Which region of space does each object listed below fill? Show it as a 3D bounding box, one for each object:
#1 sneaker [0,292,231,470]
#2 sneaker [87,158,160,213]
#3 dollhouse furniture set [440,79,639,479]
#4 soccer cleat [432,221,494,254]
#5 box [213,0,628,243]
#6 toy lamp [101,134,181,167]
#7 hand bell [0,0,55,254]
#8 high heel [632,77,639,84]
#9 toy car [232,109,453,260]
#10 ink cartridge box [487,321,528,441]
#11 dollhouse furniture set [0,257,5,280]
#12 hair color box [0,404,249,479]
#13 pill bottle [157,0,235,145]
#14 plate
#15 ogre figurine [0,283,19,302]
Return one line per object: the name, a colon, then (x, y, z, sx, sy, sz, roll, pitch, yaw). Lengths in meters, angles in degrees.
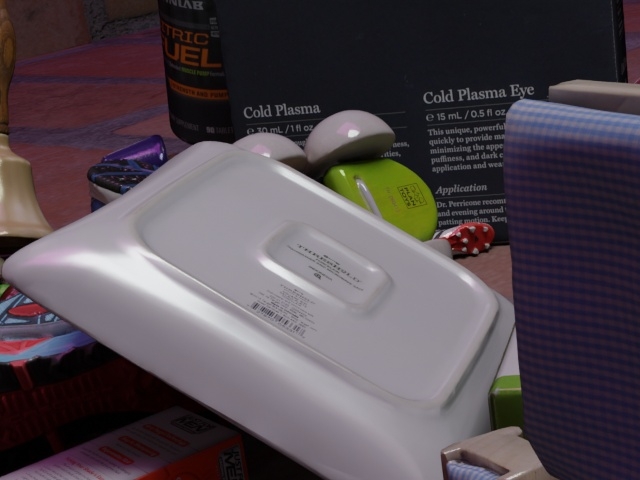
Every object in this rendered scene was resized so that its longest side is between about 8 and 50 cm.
sneaker: (-0.134, 0.054, 0.877, 0.261, 0.104, 0.125, -10, 40, -7)
sneaker: (-0.115, -0.004, 1.207, 0.211, 0.081, 0.080, 24, 29, 30)
dollhouse furniture set: (0.046, 0.087, 0.377, 0.198, 0.303, 0.286, -15, 17, -26)
soccer cleat: (0.105, 0.001, 1.159, 0.083, 0.029, 0.035, -18, 22, -17)
box: (0.097, -0.166, 1.226, 0.343, 0.313, 0.179, -3, 17, 15)
toy lamp: (-0.095, -0.086, 1.482, 0.274, 0.080, 0.080, -8, 15, -11)
hand bell: (-0.311, -0.113, 1.315, 0.126, 0.242, 0.126, -3, -7, 0)
high heel: (0.347, -0.125, 1.443, 0.244, 0.082, 0.117, -2, 40, -27)
toy car: (0.000, 0.000, 1.054, 0.182, 0.159, 0.136, -18, -18, -30)
ink cartridge box: (0.205, 0.072, 0.739, 0.188, 0.097, 0.255, -3, 15, 17)
dollhouse furniture set: (-0.355, 0.052, 1.242, 0.114, 0.091, 0.081, -24, 49, 30)
hair color box: (-0.115, 0.139, 0.750, 0.141, 0.043, 0.072, -20, 20, -33)
pill bottle: (-0.099, -0.226, 1.398, 0.130, 0.246, 0.130, -2, 31, 1)
plate: (-0.005, 0.030, 0.815, 0.277, 0.045, 0.278, 31, 25, 7)
ogre figurine: (-0.201, 0.051, 1.014, 0.118, 0.097, 0.197, -13, 0, 28)
